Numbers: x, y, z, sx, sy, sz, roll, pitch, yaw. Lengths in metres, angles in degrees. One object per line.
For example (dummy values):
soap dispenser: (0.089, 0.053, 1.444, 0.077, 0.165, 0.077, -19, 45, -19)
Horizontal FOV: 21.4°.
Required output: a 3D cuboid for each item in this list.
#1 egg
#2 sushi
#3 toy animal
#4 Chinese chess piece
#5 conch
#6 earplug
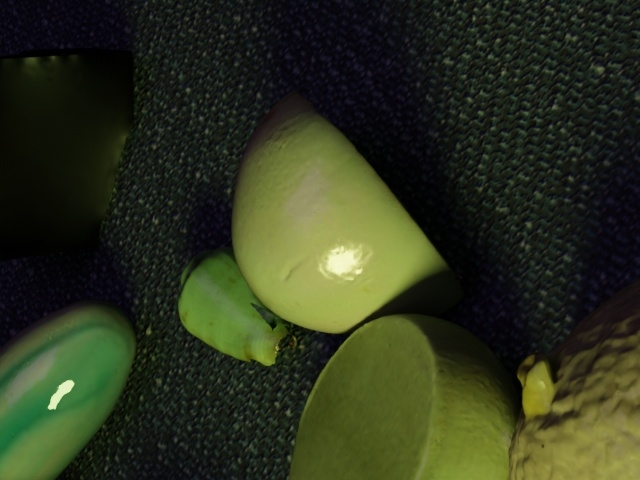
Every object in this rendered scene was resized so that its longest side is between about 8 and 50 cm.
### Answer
egg: (-0.009, -0.011, 1.604, 0.162, 0.206, 0.271, -40, 59, -1)
sushi: (-0.358, -0.110, 2.000, 0.212, 0.215, 0.227, 13, 107, 50)
toy animal: (0.274, 0.135, 1.304, 0.358, 0.188, 0.226, -44, 52, 10)
Chinese chess piece: (0.072, 0.189, 1.501, 0.250, 0.101, 0.250, -40, 39, 43)
conch: (-0.092, 0.078, 1.759, 0.170, 0.079, 0.106, 44, 123, 35)
earplug: (-0.328, 0.190, 1.880, 0.324, 0.185, 0.185, -47, 49, 17)
